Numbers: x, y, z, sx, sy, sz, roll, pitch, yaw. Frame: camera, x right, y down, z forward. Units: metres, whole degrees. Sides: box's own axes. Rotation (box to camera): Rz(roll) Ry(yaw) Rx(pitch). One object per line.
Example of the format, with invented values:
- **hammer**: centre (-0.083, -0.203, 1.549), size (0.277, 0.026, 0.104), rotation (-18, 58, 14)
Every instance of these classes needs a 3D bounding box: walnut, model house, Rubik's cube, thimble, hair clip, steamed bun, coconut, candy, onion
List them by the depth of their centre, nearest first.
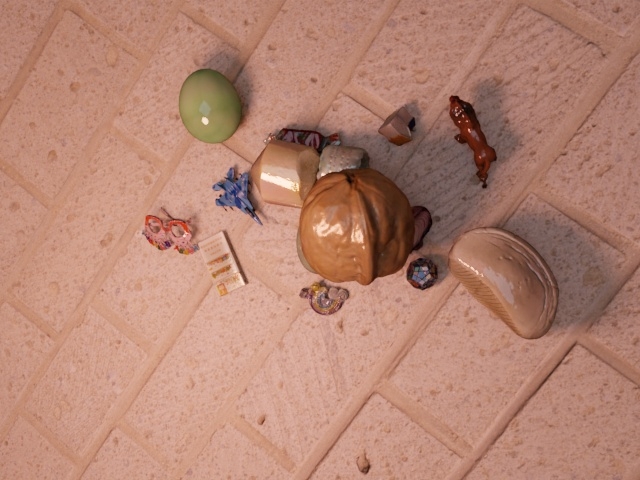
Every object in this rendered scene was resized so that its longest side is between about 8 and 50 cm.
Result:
- **walnut**: centre (0.111, -0.039, 1.683), size (0.381, 0.381, 0.381), rotation (0, 91, 14)
- **steamed bun**: centre (0.598, 0.112, 1.731), size (0.236, 0.247, 0.383), rotation (-42, 76, 0)
- **Rubik's cube**: centre (0.344, 0.114, 1.867), size (0.111, 0.111, 0.093), rotation (-40, 57, 11)
- **onion**: centre (0.290, -0.031, 1.879), size (0.206, 0.151, 0.098), rotation (-48, 46, 2)
- **thimble**: centre (0.080, -0.219, 1.881), size (0.149, 0.185, 0.211), rotation (8, 102, 15)
- **model house**: centre (0.273, -0.386, 1.889), size (0.100, 0.087, 0.101), rotation (42, 67, -13)
- **coconut**: centre (-0.122, -0.229, 1.908), size (0.244, 0.239, 0.239), rotation (13, 94, 9)
- **candy**: centre (-0.068, -0.359, 1.979), size (0.292, 0.059, 0.086), rotation (7, 96, 14)
- **hair clip**: centre (0.008, 0.212, 1.982), size (0.172, 0.049, 0.116), rotation (17, 109, 5)

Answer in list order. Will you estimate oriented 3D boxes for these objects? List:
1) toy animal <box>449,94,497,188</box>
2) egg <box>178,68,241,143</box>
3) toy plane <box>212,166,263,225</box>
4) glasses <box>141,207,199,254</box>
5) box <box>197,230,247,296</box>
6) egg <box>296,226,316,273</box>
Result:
- **toy animal**: centre (0.499, -0.330, 1.790), size (0.097, 0.157, 0.312), rotation (-28, 83, 14)
- **egg**: centre (-0.397, -0.482, 1.976), size (0.220, 0.220, 0.270), rotation (-18, 77, 14)
- **toy plane**: centre (-0.290, -0.147, 2.031), size (0.169, 0.078, 0.246), rotation (-44, 88, 11)
- **glasses**: centre (-0.573, -0.030, 2.108), size (0.255, 0.095, 0.162), rotation (12, 119, 19)
- **box**: centre (-0.373, 0.089, 2.075), size (0.122, 0.032, 0.220), rotation (-26, 85, 14)
- **egg**: centre (0.000, 0.000, 1.911), size (0.169, 0.169, 0.237), rotation (8, 93, 14)
